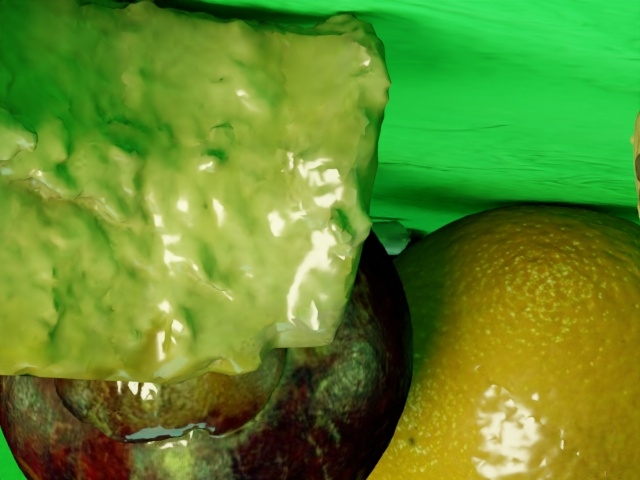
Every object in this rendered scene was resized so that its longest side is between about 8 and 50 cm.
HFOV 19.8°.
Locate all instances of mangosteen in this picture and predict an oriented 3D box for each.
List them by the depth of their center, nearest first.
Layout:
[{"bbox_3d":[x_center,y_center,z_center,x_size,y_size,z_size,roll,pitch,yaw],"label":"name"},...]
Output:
[{"bbox_3d":[-0.062,0.034,0.967,0.231,0.231,0.289,3,137,1],"label":"mangosteen"}]

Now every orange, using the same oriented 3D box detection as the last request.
[{"bbox_3d":[0.142,0.105,1.176,0.274,0.274,0.274,3,176,0],"label":"orange"}]

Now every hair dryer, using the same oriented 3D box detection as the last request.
[{"bbox_3d":[0.000,0.000,1.347,0.137,0.047,0.082,-3,178,-13],"label":"hair dryer"}]

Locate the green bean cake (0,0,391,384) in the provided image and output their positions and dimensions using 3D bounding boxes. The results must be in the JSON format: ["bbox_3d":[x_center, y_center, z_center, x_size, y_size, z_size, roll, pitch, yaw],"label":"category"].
[{"bbox_3d":[-0.123,-0.021,0.572,0.233,0.124,0.236,-1,174,40],"label":"green bean cake"}]

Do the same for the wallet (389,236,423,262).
[{"bbox_3d":[-0.063,0.013,1.522,0.318,0.045,0.172,1,177,12],"label":"wallet"}]

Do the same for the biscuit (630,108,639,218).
[{"bbox_3d":[0.166,-0.023,0.793,0.052,0.056,0.188,1,176,17],"label":"biscuit"}]
